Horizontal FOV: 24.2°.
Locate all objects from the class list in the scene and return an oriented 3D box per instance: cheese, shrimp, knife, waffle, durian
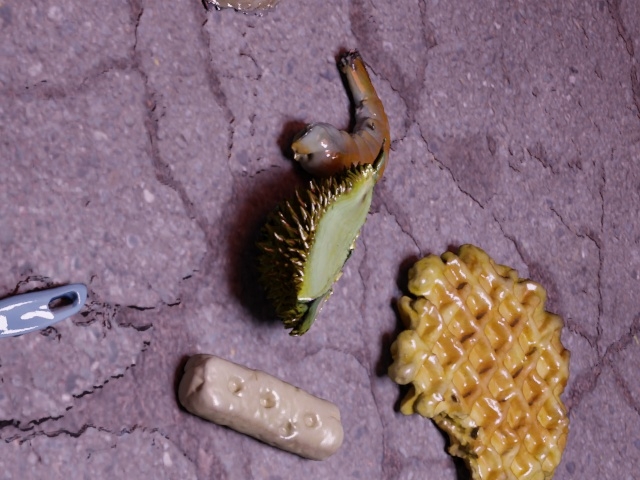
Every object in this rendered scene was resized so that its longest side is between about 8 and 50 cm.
[{"bbox_3d":[-0.054,0.160,1.435,0.194,0.043,0.065,26,56,-39],"label":"cheese"},{"bbox_3d":[0.023,-0.138,1.604,0.161,0.049,0.166,13,68,-48],"label":"shrimp"},{"bbox_3d":[-0.307,0.085,1.201,0.313,0.019,0.044,-18,94,-47],"label":"knife"},{"bbox_3d":[0.186,0.152,1.689,0.301,0.058,0.282,35,54,-34],"label":"waffle"},{"bbox_3d":[-0.009,-0.003,1.494,0.095,0.137,0.221,32,54,4],"label":"durian"}]

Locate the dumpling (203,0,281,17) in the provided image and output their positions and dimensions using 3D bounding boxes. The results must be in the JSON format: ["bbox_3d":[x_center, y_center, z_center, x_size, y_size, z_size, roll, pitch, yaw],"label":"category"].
[{"bbox_3d":[-0.065,-0.319,1.537,0.332,0.086,0.166,-30,98,-43],"label":"dumpling"}]
